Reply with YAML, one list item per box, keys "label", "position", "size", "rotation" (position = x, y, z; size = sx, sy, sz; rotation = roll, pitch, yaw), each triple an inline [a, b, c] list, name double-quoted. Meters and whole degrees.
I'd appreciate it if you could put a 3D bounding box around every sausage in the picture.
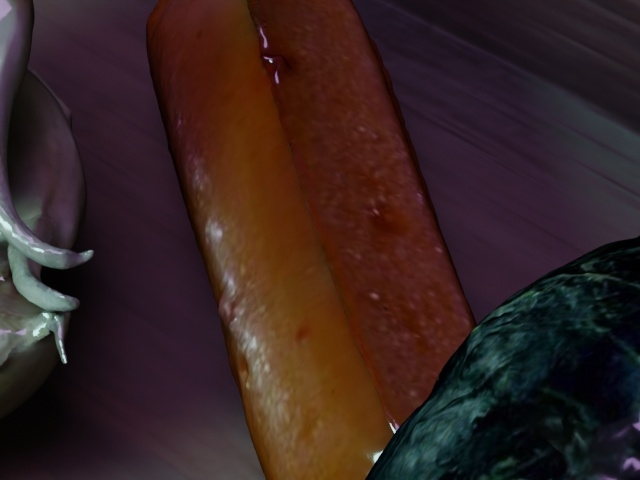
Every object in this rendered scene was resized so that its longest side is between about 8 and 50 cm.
- label: "sausage"
  position: [0.000, 0.000, 0.736]
  size: [0.102, 0.102, 0.330]
  rotation: [-17, 53, -2]

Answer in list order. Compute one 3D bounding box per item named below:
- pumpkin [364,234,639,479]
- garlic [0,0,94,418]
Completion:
- label: "pumpkin"
  position: [0.144, 0.145, 0.518]
  size: [0.315, 0.238, 0.315]
  rotation: [-4, 72, 13]
- label: "garlic"
  position: [-0.201, -0.028, 0.730]
  size: [0.292, 0.210, 0.237]
  rotation: [-4, 46, 19]
